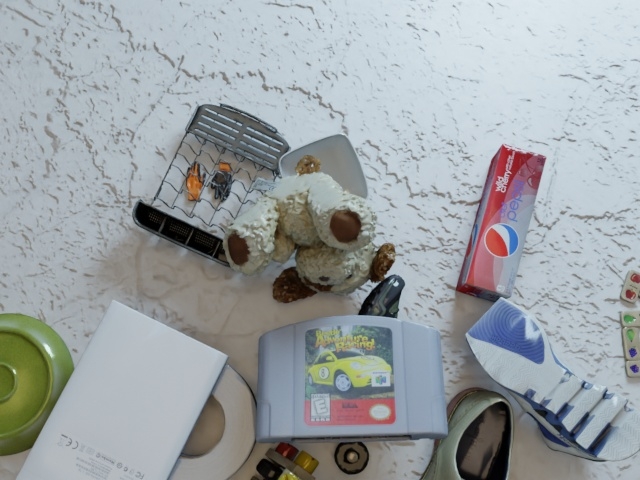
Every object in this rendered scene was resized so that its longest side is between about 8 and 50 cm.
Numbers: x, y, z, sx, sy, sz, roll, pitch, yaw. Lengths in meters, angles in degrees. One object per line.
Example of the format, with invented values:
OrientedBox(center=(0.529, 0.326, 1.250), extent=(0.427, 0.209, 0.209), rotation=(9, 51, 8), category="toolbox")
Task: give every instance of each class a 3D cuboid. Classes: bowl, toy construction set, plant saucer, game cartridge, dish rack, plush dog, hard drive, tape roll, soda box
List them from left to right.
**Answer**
OrientedBox(center=(-0.540, 0.240, 1.304), extent=(0.241, 0.037, 0.241), rotation=(0, 78, -1), category="plant saucer")
OrientedBox(center=(-0.311, 0.283, 1.226), extent=(0.210, 0.040, 0.318), rotation=(25, 79, 4), category="hard drive")
OrientedBox(center=(-0.212, 0.301, 1.282), extent=(0.219, 0.072, 0.219), rotation=(0, 77, -1), category="tape roll")
OrientedBox(center=(-0.180, -0.107, 1.359), extent=(0.208, 0.074, 0.271), rotation=(25, 81, -3), category="dish rack")
OrientedBox(center=(-0.032, 0.434, 1.175), extent=(0.309, 0.237, 0.257), rotation=(-27, 80, -7), category="toy construction set")
OrientedBox(center=(0.000, 0.000, 1.297), extent=(0.262, 0.225, 0.210), rotation=(-13, 35, 20), category="plush dog")
OrientedBox(center=(0.004, -0.109, 1.372), extent=(0.142, 0.053, 0.142), rotation=(-22, 102, -6), category="bowl")
OrientedBox(center=(0.046, 0.217, 1.219), extent=(0.294, 0.060, 0.196), rotation=(-3, 60, 3), category="game cartridge")
OrientedBox(center=(0.316, -0.029, 1.359), extent=(0.083, 0.092, 0.263), rotation=(16, 78, 3), category="soda box")

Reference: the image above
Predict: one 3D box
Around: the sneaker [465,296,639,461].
OrientedBox(center=(0.370, 0.257, 1.274), extent=(0.127, 0.182, 0.315), rotation=(-39, 62, -13), category="sneaker")

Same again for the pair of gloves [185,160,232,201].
OrientedBox(center=(-0.202, -0.107, 1.401), extent=(0.083, 0.010, 0.074), rotation=(2, 82, -3), category="pair of gloves")

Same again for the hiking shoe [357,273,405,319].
OrientedBox(center=(0.112, 0.172, 1.324), extent=(0.114, 0.086, 0.226), rotation=(22, 87, -6), category="hiking shoe")

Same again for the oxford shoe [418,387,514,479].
OrientedBox(center=(0.213, 0.424, 1.230), extent=(0.140, 0.146, 0.397), rotation=(15, 78, 1), category="oxford shoe")

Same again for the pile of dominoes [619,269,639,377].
OrientedBox(center=(0.655, 0.137, 1.361), extent=(0.251, 0.040, 0.196), rotation=(-3, 78, -3), category="pile of dominoes")
